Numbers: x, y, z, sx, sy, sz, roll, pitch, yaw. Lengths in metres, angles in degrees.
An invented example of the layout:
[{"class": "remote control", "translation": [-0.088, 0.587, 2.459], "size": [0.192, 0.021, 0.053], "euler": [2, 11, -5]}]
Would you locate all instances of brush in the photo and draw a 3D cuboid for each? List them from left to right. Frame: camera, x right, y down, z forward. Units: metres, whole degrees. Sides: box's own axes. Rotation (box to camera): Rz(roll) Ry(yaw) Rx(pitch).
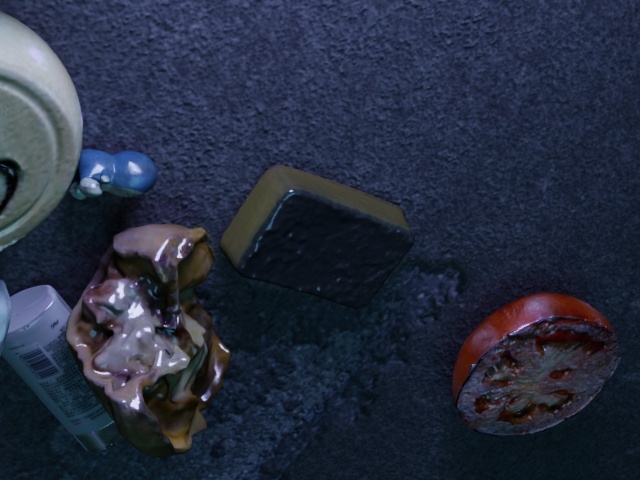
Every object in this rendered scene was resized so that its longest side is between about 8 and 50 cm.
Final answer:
[{"class": "brush", "translation": [0.000, 0.000, 1.539], "size": [0.197, 0.059, 0.123], "euler": [17, 117, -36]}]

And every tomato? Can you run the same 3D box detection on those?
[{"class": "tomato", "translation": [0.260, 0.150, 1.775], "size": [0.225, 0.085, 0.225], "euler": [-14, 136, -14]}]

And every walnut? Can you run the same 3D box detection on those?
[{"class": "walnut", "translation": [-0.181, 0.103, 1.472], "size": [0.141, 0.238, 0.204], "euler": [6, 168, 18]}]

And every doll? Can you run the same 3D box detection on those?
[{"class": "doll", "translation": [-0.201, -0.064, 1.388], "size": [0.083, 0.076, 0.050], "euler": [1, 92, -18]}]

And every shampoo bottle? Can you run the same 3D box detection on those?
[{"class": "shampoo bottle", "translation": [-0.272, 0.143, 1.531], "size": [0.086, 0.056, 0.227], "euler": [-30, 134, 0]}]

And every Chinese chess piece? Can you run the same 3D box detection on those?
[{"class": "Chinese chess piece", "translation": [-0.339, -0.094, 1.269], "size": [0.250, 0.101, 0.250], "euler": [-14, 133, -15]}]

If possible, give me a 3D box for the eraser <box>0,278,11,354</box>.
[{"class": "eraser", "translation": [-0.464, 0.095, 1.366], "size": [0.290, 0.104, 0.189], "euler": [15, 124, -34]}]
